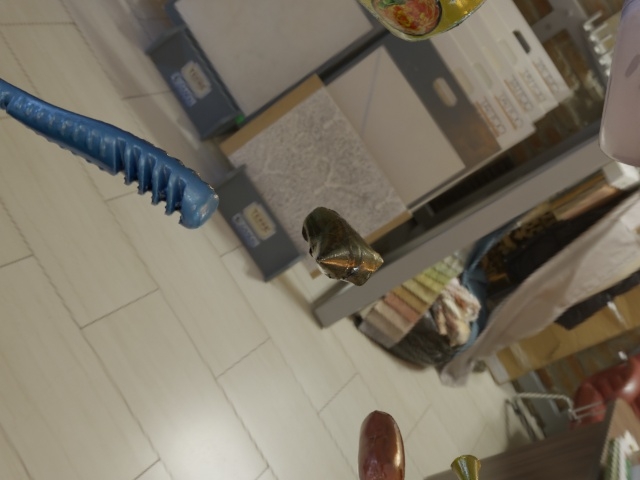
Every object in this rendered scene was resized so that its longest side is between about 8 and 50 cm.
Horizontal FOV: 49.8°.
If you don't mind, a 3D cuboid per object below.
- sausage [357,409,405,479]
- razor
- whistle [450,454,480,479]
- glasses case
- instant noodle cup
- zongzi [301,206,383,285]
[{"bbox_3d":[0.091,0.318,1.032,0.077,0.077,0.194,52,10,-9],"label":"sausage"},{"bbox_3d":[-0.177,-0.084,0.462,0.253,0.082,0.042,33,55,7],"label":"razor"},{"bbox_3d":[0.215,0.374,1.023,0.109,0.057,0.046,-80,158,-63],"label":"whistle"},{"bbox_3d":[0.368,-0.163,0.739,0.297,0.113,0.075,55,53,-63],"label":"glasses case"},{"bbox_3d":[0.155,-0.523,1.195,0.254,0.326,0.325,40,37,-38],"label":"instant noodle cup"},{"bbox_3d":[0.000,0.000,1.548,0.221,0.112,0.242,45,19,32],"label":"zongzi"}]
